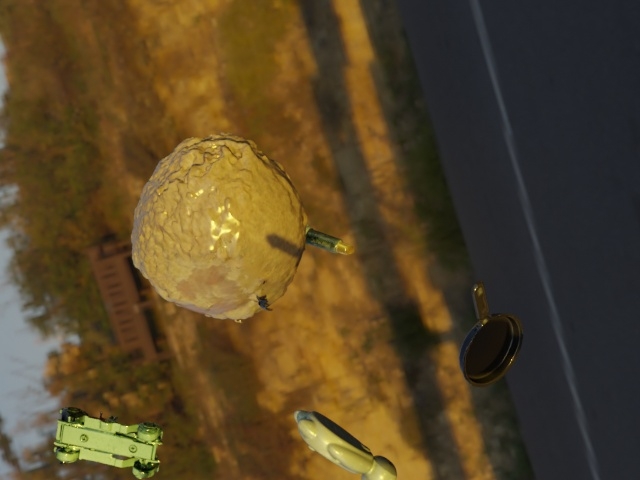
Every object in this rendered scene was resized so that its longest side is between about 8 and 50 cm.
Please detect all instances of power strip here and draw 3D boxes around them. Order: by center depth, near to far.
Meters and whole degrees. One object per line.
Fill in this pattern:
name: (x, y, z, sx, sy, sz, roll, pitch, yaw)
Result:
power strip: (0.013, 0.148, 0.835, 0.083, 0.035, 0.055, 36, -178, -12)

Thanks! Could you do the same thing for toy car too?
toy car: (-0.275, 0.260, 1.593, 0.054, 0.143, 0.073, -54, -27, -79)

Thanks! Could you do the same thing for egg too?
egg: (-0.145, -0.017, 1.779, 0.310, 0.279, 0.279, 126, 130, -62)

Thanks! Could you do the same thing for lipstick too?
lipstick: (0.000, 0.000, 1.949, 0.116, 0.037, 0.037, 20, 147, 27)

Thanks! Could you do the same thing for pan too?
pan: (0.269, 0.144, 1.991, 0.028, 0.136, 0.235, 35, 154, 42)
